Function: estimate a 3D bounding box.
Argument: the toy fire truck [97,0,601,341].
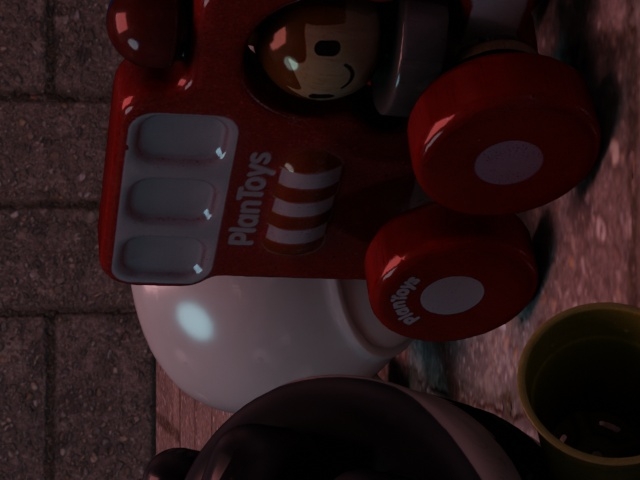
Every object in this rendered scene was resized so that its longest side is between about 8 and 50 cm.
[{"bbox_3d":[0.004,-0.072,0.961,0.302,0.254,0.169,105,162,-52],"label":"toy fire truck"}]

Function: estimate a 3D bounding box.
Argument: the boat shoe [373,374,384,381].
[{"bbox_3d":[0.005,0.218,1.369,0.092,0.102,0.285,-101,19,-64],"label":"boat shoe"}]

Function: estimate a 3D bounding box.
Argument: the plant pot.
[{"bbox_3d":[0.131,0.085,0.794,0.079,0.083,0.083,86,177,-56],"label":"plant pot"}]

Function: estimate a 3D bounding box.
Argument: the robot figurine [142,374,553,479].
[{"bbox_3d":[0.033,0.160,0.826,0.209,0.173,0.278,62,-164,22],"label":"robot figurine"}]

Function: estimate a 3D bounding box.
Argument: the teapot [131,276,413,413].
[{"bbox_3d":[0.000,0.000,1.184,0.256,0.187,0.252,65,-145,-34],"label":"teapot"}]
